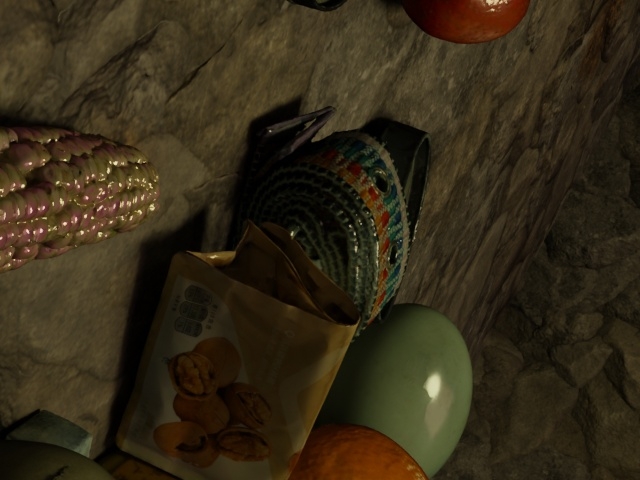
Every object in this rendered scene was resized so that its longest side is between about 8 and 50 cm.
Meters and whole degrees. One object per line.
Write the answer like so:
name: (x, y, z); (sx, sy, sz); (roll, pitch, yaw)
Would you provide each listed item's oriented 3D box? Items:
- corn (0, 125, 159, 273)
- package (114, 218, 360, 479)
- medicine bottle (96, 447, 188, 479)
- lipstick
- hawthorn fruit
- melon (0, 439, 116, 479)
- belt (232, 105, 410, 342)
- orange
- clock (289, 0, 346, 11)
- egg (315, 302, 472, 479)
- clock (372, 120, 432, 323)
corn: (-0.240, -0.037, 0.832); (0.335, 0.127, 0.126); (-20, 133, -65)
package: (-0.089, 0.139, 1.276); (0.165, 0.221, 0.311); (-59, 171, -58)
medicine bottle: (-0.134, 0.432, 1.289); (0.224, 0.384, 0.224); (-52, 158, -30)
lipstick: (-0.315, 0.321, 1.147); (0.076, 0.077, 0.289); (-32, 143, -62)
hawthorn fruit: (0.174, -0.355, 1.417); (0.226, 0.196, 0.196); (-13, 132, -33)
melon: (-0.285, 0.310, 0.927); (0.330, 0.269, 0.268); (-22, 135, -62)
belt: (0.000, 0.000, 1.343); (0.160, 0.207, 0.295); (-40, 149, -52)
orange: (-0.004, 0.467, 1.686); (0.424, 0.326, 0.424); (-15, 163, -5)
clock: (0.019, -0.348, 1.195); (0.184, 0.040, 0.184); (-50, 156, -32)
egg: (0.134, 0.296, 1.946); (0.276, 0.276, 0.388); (-26, 139, -59)
clock: (0.105, -0.025, 1.669); (0.325, 0.067, 0.325); (15, 90, -79)
